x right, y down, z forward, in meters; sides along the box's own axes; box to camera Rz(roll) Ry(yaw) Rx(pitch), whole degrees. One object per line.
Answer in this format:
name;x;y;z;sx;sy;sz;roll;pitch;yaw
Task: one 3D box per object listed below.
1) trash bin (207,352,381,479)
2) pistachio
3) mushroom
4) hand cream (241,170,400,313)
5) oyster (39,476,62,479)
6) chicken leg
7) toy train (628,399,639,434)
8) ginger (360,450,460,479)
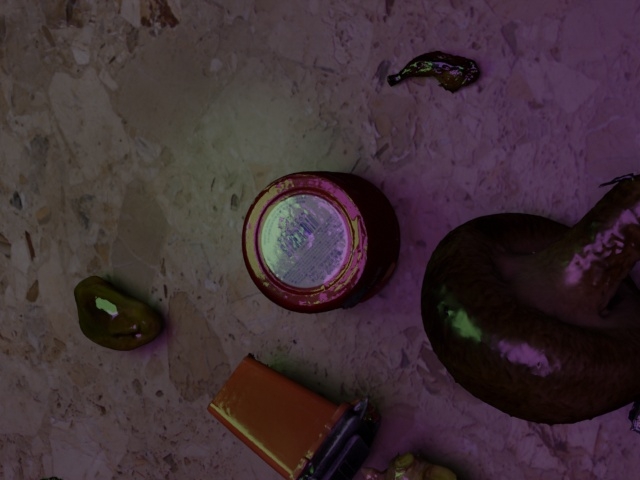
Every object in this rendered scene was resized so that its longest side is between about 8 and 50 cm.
trash bin;-0.041;0.287;1.433;0.239;0.161;0.184;32;75;27
pistachio;-0.376;0.135;1.602;0.189;0.100;0.110;29;100;18
mushroom;0.315;0.068;1.155;0.356;0.334;0.330;119;153;-53
hand cream;0.000;0.000;1.407;0.230;0.149;0.230;0;91;24
oyster;-0.495;0.531;1.708;0.105;0.056;0.177;-47;71;11
chicken leg;0.172;-0.259;1.379;0.145;0.037;0.062;11;111;21
toy train;0.532;0.187;1.198;0.178;0.134;0.260;25;102;29
ginger;0.159;0.401;1.387;0.216;0.102;0.157;28;134;13
